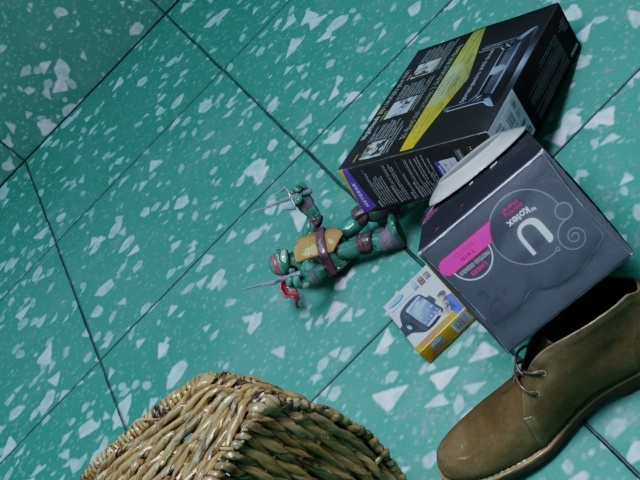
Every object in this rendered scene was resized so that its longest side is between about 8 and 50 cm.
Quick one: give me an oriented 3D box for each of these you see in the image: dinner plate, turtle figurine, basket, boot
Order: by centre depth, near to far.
[{"bbox_3d":[0.226,0.144,1.164,0.305,0.115,0.112,-40,35,15],"label":"boot"},{"bbox_3d":[-0.065,0.268,1.192,0.223,0.299,0.213,4,58,51],"label":"basket"},{"bbox_3d":[0.175,-0.089,1.282,0.141,0.017,0.141,-39,4,3],"label":"dinner plate"},{"bbox_3d":[0.000,0.000,1.582,0.234,0.118,0.175,-20,57,11],"label":"turtle figurine"}]

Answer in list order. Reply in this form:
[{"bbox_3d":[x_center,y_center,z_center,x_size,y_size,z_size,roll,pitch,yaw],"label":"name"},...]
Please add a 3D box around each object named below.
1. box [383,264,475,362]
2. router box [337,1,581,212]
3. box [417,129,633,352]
[{"bbox_3d":[0.132,0.087,1.415,0.081,0.028,0.136,-45,34,4],"label":"box"},{"bbox_3d":[0.192,-0.180,1.522,0.242,0.081,0.309,-12,33,41],"label":"router box"},{"bbox_3d":[0.212,-0.010,1.216,0.165,0.143,0.270,-41,4,11],"label":"box"}]
